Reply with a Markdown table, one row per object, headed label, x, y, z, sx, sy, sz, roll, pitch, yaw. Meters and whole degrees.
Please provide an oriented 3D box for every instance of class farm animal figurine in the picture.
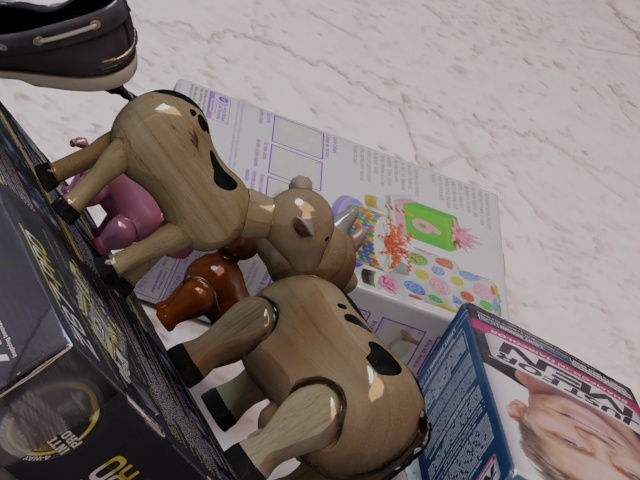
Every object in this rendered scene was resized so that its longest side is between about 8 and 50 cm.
| label | x | y | z | sx | sy | sz | roll | pitch | yaw |
| --- | --- | --- | --- | --- | --- | --- | --- | --- | --- |
| farm animal figurine | -0.030 | 0.043 | 1.198 | 0.326 | 0.172 | 0.330 | 56 | -1 | 21 |

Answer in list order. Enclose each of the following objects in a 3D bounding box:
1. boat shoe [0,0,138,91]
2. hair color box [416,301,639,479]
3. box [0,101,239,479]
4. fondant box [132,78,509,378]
| label | x | y | z | sx | sy | sz | roll | pitch | yaw |
| --- | --- | --- | --- | --- | --- | --- | --- | --- | --- |
| boat shoe | -0.219 | -0.140 | 1.083 | 0.206 | 0.065 | 0.075 | 4 | 46 | -3 |
| hair color box | 0.172 | 0.178 | 1.289 | 0.174 | 0.105 | 0.347 | 28 | 15 | -9 |
| box | -0.198 | 0.034 | 1.179 | 0.395 | 0.097 | 0.318 | 56 | -2 | 38 |
| fondant box | 0.000 | 0.000 | 1.539 | 0.330 | 0.096 | 0.238 | 19 | 32 | -10 |
